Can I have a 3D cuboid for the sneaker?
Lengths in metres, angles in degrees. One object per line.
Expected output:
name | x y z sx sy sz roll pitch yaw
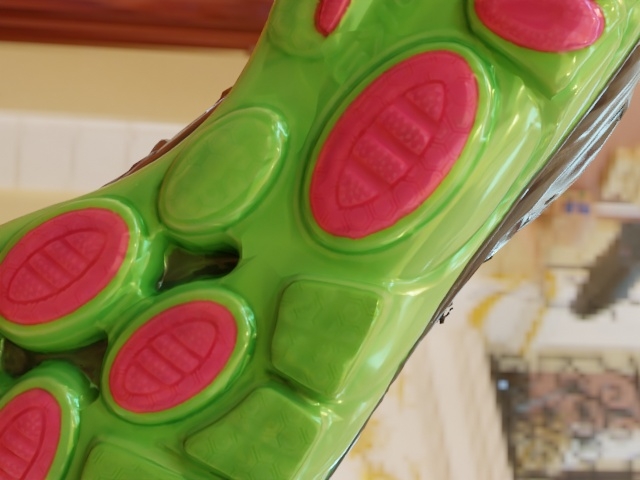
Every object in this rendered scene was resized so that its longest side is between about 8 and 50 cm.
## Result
sneaker | 0.000 0.000 0.810 0.185 0.483 0.202 47 9 18
